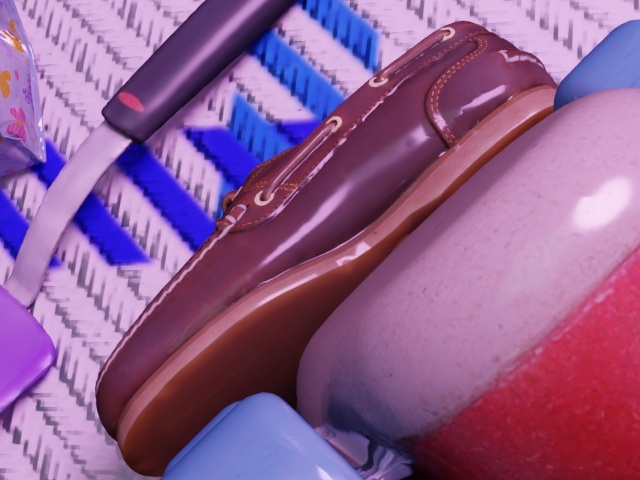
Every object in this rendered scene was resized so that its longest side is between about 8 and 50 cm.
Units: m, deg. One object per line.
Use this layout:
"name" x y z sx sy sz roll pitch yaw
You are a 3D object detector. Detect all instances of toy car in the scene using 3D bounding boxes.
"toy car" 0.111 0.079 0.423 0.219 0.210 0.238 -44 89 -8

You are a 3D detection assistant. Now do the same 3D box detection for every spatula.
"spatula" -0.095 -0.024 0.617 0.084 0.030 0.296 36 81 30

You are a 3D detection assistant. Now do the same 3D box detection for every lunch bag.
"lunch bag" -0.161 -0.066 0.652 0.071 0.053 0.083 -18 69 14

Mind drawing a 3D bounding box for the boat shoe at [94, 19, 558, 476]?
"boat shoe" 0.000 0.000 0.547 0.207 0.073 0.073 -37 56 -8
